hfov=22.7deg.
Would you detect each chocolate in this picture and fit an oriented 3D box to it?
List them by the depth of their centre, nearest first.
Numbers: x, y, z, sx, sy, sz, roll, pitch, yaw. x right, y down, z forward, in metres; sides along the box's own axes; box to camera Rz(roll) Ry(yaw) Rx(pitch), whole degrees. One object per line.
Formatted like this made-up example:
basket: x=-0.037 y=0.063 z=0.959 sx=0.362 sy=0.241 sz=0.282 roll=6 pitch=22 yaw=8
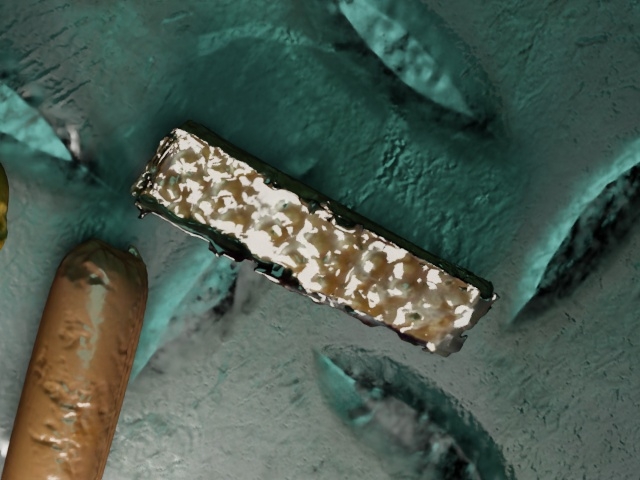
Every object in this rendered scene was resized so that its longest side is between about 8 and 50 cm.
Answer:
chocolate: x=-0.001 y=-0.002 z=1.367 sx=0.329 sy=0.065 sz=0.102 roll=27 pitch=127 yaw=-18

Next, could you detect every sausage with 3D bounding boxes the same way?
sausage: x=-0.210 y=0.138 z=1.340 sx=0.086 sy=0.086 sz=0.289 roll=12 pitch=99 yaw=-15

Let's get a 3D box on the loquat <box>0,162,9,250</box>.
loquat: x=-0.314 y=-0.026 z=1.267 sx=0.137 sy=0.113 sz=0.137 roll=3 pitch=111 yaw=8
